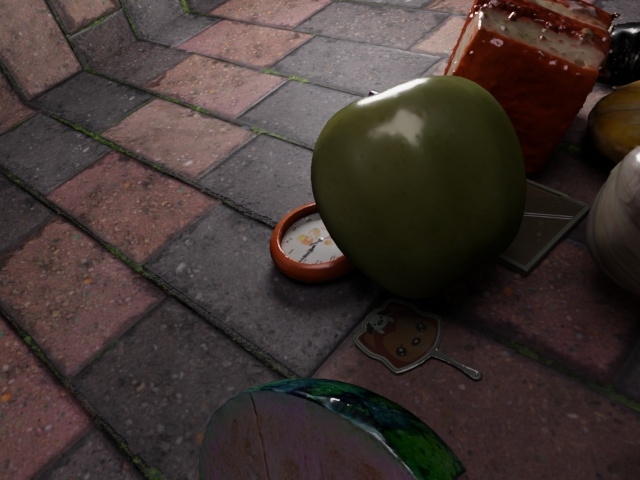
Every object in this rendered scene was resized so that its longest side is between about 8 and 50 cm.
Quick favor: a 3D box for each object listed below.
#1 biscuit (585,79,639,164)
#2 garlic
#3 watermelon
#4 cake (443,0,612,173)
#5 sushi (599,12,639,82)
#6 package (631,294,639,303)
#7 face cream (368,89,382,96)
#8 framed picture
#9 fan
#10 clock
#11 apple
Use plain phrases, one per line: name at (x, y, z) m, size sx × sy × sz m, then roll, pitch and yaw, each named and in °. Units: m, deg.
biscuit at (0.735, -0.203, 0.999) m, size 0.445 × 0.104 × 0.429 m, roll 5°, pitch 39°, yaw 23°
garlic at (0.527, -0.029, 0.752) m, size 0.317 × 0.317 × 0.259 m, roll -36°, pitch 74°, yaw -19°
watermelon at (0.024, 0.280, 0.718) m, size 0.222 × 0.319 × 0.292 m, roll -6°, pitch 37°, yaw -43°
cake at (0.396, -0.340, 1.093) m, size 0.269 × 0.270 × 0.320 m, roll 22°, pitch 50°, yaw 3°
sushi at (0.678, -0.441, 1.247) m, size 0.150 × 0.153 × 0.172 m, roll 6°, pitch 38°, yaw 27°
package at (0.533, 0.091, 0.831) m, size 0.083 × 0.029 × 0.059 m, roll -14°, pitch 35°, yaw -11°
face cream at (0.218, -0.313, 1.306) m, size 0.078 × 0.078 × 0.273 m, roll -38°, pitch 47°, yaw -21°
framed picture at (0.336, -0.064, 1.057) m, size 0.211 × 0.020 × 0.289 m, roll -39°, pitch 47°, yaw -21°
fan at (0.162, 0.169, 0.879) m, size 0.219 × 0.009 × 0.132 m, roll 26°, pitch 58°, yaw 36°
clock at (0.000, 0.000, 1.071) m, size 0.205 × 0.051 × 0.205 m, roll -8°, pitch 45°, yaw 8°
apple at (0.162, -0.090, 0.904) m, size 0.356 × 0.357 × 0.357 m, roll -9°, pitch 44°, yaw 8°
